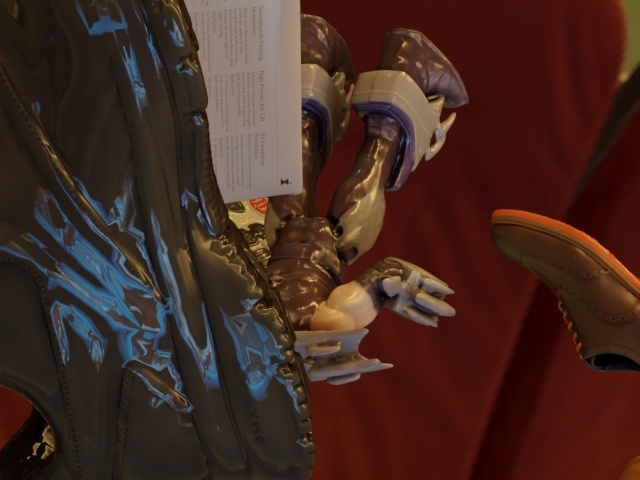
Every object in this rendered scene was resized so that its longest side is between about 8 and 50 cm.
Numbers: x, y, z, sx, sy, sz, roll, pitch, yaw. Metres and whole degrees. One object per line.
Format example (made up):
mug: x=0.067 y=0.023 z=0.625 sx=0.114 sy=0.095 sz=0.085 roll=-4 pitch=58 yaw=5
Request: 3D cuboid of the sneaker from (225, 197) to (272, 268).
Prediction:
sneaker: x=-0.045 y=0.012 z=1.452 sx=0.068 sy=0.071 sz=0.170 roll=-17 pitch=42 yaw=-29

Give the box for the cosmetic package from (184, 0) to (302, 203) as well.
cosmetic package: x=-0.062 y=-0.130 z=0.889 sx=0.099 sy=0.239 sz=0.060 roll=-7 pitch=32 yaw=-12

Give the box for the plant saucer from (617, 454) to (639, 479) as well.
plant saucer: x=0.265 y=0.261 z=1.487 sx=0.037 sy=0.200 sz=0.200 roll=-16 pitch=49 yaw=-12

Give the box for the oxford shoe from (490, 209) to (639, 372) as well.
oxford shoe: x=0.247 y=0.058 z=1.789 sx=0.271 sy=0.098 sz=0.097 roll=33 pitch=-1 yaw=35

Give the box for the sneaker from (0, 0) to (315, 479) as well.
sneaker: x=-0.094 y=-0.024 z=0.651 sx=0.109 sy=0.130 sz=0.286 roll=-123 pitch=-164 yaw=-73

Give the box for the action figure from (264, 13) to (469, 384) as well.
action figure: x=0.000 y=0.000 z=1.179 sx=0.099 sy=0.185 sz=0.285 roll=60 pitch=42 yaw=-51
